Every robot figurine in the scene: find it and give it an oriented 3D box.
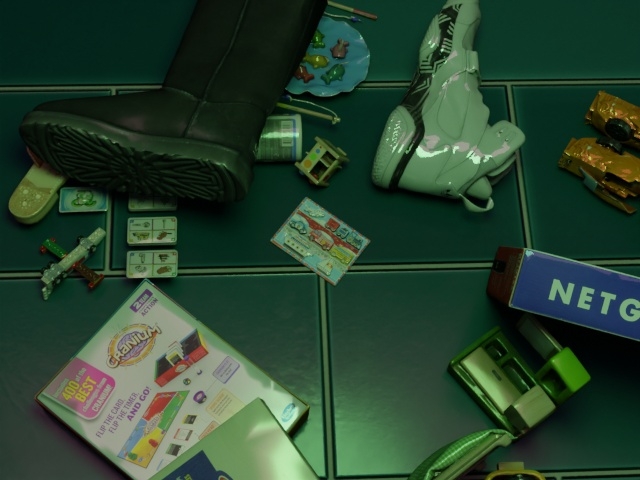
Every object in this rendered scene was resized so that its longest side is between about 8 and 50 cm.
[{"bbox_3d":[0.547,-0.116,1.750,0.291,0.085,0.211,30,69,10],"label":"robot figurine"}]

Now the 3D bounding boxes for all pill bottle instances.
[{"bbox_3d":[-0.099,-0.164,1.741,0.137,0.078,0.078,-1,67,-3],"label":"pill bottle"}]

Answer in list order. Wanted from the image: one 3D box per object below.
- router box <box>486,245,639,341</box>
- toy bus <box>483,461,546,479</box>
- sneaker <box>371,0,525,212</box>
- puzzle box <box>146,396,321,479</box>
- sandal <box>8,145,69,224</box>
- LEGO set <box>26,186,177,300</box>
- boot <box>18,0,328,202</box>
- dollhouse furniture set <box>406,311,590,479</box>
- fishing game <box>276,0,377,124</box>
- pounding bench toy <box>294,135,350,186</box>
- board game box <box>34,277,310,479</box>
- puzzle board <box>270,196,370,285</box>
[{"bbox_3d":[0.418,0.087,1.537,0.335,0.301,0.082,15,91,4],"label":"router box"},{"bbox_3d":[0.263,0.358,1.481,0.202,0.191,0.104,-21,60,36],"label":"toy bus"},{"bbox_3d":[0.237,-0.217,1.755,0.210,0.137,0.365,22,73,6],"label":"sneaker"},{"bbox_3d":[-0.069,0.444,1.403,0.272,0.052,0.409,-37,71,-1],"label":"puzzle box"},{"bbox_3d":[-0.423,-0.143,1.698,0.088,0.079,0.240,14,60,11],"label":"sandal"},{"bbox_3d":[-0.345,-0.002,1.690,0.244,0.060,0.182,-2,55,-5],"label":"LEGO set"},{"bbox_3d":[-0.217,-0.285,1.701,0.367,0.146,0.445,13,60,8],"label":"boot"},{"bbox_3d":[0.198,0.242,1.517,0.301,0.197,0.151,-34,74,-16],"label":"dollhouse furniture set"},{"bbox_3d":[-0.008,-0.318,1.816,0.189,0.041,0.264,19,58,7],"label":"fishing game"},{"bbox_3d":[0.006,-0.122,1.746,0.052,0.083,0.065,43,103,17],"label":"pounding bench toy"},{"bbox_3d":[-0.212,0.241,1.569,0.316,0.064,0.242,37,70,12],"label":"board game box"},{"bbox_3d":[0.000,0.000,1.713,0.128,0.011,0.096,34,69,12],"label":"puzzle board"}]
